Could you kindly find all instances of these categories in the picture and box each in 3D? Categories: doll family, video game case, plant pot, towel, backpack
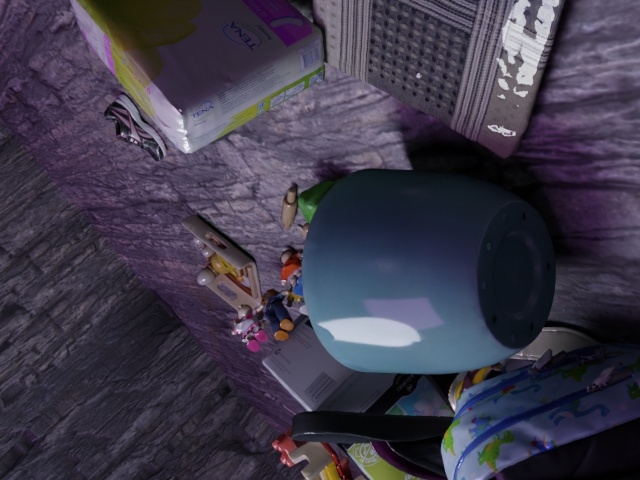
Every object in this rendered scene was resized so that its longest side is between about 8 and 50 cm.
[{"bbox_3d":[-0.085,0.140,1.616,0.118,0.263,0.163,32,-166,-31],"label":"doll family"},{"bbox_3d":[0.235,0.336,1.636,0.119,0.015,0.166,4,135,57],"label":"video game case"},{"bbox_3d":[0.160,0.041,0.934,0.235,0.293,0.293,-1,131,47],"label":"plant pot"},{"bbox_3d":[0.118,-0.268,0.774,0.312,0.056,0.324,33,153,19],"label":"towel"},{"bbox_3d":[0.345,0.287,0.951,0.290,0.356,0.273,63,176,-35],"label":"backpack"}]

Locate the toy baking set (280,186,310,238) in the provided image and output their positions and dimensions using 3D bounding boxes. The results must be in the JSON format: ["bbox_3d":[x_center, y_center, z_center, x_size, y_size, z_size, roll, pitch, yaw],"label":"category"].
[{"bbox_3d":[-0.005,-0.005,1.435,0.197,0.030,0.256,41,157,8],"label":"toy baking set"}]

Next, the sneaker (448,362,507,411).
[{"bbox_3d":[0.275,0.208,1.168,0.084,0.185,0.069,-20,123,40],"label":"sneaker"}]

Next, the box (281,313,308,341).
[{"bbox_3d":[-0.024,0.239,1.737,0.038,0.145,0.186,33,154,28],"label":"box"}]

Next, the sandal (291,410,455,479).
[{"bbox_3d":[0.167,0.372,1.258,0.446,0.107,0.167,5,157,-8],"label":"sandal"}]

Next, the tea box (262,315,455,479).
[{"bbox_3d":[0.093,0.337,1.509,0.323,0.220,0.329,51,169,-20],"label":"tea box"}]

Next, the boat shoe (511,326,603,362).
[{"bbox_3d":[0.367,0.167,1.098,0.065,0.075,0.206,7,-179,-43],"label":"boat shoe"}]

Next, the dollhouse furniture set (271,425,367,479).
[{"bbox_3d":[0.031,0.502,1.469,0.201,0.152,0.374,34,148,51],"label":"dollhouse furniture set"}]

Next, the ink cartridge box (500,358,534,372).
[{"bbox_3d":[0.312,0.265,1.269,0.060,0.104,0.180,41,156,5],"label":"ink cartridge box"}]

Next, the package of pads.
[{"bbox_3d":[-0.170,-0.273,0.929,0.296,0.229,0.101,48,159,23],"label":"package of pads"}]

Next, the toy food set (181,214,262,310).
[{"bbox_3d":[-0.279,0.082,1.963,0.220,0.092,0.306,36,156,19],"label":"toy food set"}]

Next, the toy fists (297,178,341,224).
[{"bbox_3d":[0.065,-0.025,1.189,0.279,0.096,0.142,32,166,51],"label":"toy fists"}]

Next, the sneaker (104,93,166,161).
[{"bbox_3d":[-0.446,-0.255,1.688,0.178,0.077,0.072,52,157,-19],"label":"sneaker"}]
